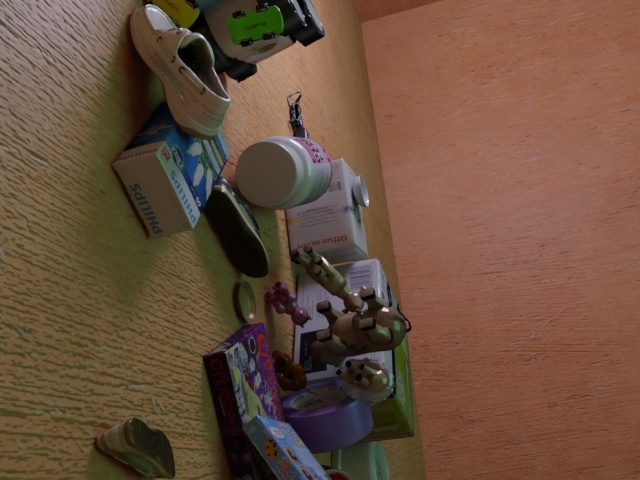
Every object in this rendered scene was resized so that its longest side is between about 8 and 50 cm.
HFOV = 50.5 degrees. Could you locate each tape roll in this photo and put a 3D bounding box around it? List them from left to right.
[{"bbox_3d":[0.009,0.358,1.392,0.189,0.189,0.080,-36,115,-74],"label":"tape roll"}]

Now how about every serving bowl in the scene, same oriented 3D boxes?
[{"bbox_3d":[0.099,-0.124,1.734,0.083,0.027,0.083,-11,90,-75],"label":"serving bowl"}]

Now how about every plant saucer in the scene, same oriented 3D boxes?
[{"bbox_3d":[-0.147,0.121,1.321,0.083,0.015,0.083,-11,90,-75],"label":"plant saucer"}]

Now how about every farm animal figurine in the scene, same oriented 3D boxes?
[{"bbox_3d":[0.041,0.179,1.419,0.172,0.327,0.330,45,52,-44],"label":"farm animal figurine"}]

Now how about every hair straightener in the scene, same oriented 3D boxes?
[{"bbox_3d":[-0.058,-0.335,1.941,0.089,0.047,0.230,49,32,-63],"label":"hair straightener"}]

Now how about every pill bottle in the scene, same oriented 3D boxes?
[{"bbox_3d":[-0.077,-0.150,1.500,0.283,0.160,0.160,-30,108,-75],"label":"pill bottle"}]

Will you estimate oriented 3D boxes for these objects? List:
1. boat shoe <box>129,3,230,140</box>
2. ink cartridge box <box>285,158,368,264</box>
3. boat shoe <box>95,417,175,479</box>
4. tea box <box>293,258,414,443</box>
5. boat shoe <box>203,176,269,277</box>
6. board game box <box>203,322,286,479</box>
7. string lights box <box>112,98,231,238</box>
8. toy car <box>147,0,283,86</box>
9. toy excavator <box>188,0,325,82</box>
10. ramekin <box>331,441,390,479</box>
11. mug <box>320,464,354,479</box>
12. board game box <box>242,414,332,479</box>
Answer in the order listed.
[{"bbox_3d":[-0.209,-0.285,1.062,0.098,0.096,0.277,0,52,-51],"label":"boat shoe"},{"bbox_3d":[0.014,-0.063,1.767,0.168,0.171,0.232,38,44,-69],"label":"ink cartridge box"},{"bbox_3d":[-0.228,0.269,0.862,0.153,0.048,0.056,68,4,-58],"label":"boat shoe"},{"bbox_3d":[0.088,0.282,1.688,0.323,0.220,0.329,65,20,-45],"label":"tea box"},{"bbox_3d":[-0.151,-0.026,1.289,0.073,0.080,0.223,-77,148,-47],"label":"boat shoe"},{"bbox_3d":[-0.115,0.341,1.226,0.208,0.056,0.346,-39,116,-79],"label":"board game box"},{"bbox_3d":[-0.227,-0.131,1.082,0.259,0.077,0.133,-80,154,-56],"label":"string lights box"},{"bbox_3d":[-0.176,-0.360,1.200,0.053,0.225,0.239,-125,-161,-76],"label":"toy car"},{"bbox_3d":[-0.217,-0.553,1.275,0.445,0.222,0.433,64,15,-3],"label":"toy excavator"},{"bbox_3d":[0.110,0.604,1.754,0.207,0.109,0.207,-11,90,-76],"label":"ramekin"},{"bbox_3d":[0.013,0.516,1.333,0.169,0.113,0.150,112,-12,-68],"label":"mug"},{"bbox_3d":[-0.029,0.390,1.132,0.211,0.039,0.160,48,0,27],"label":"board game box"}]
